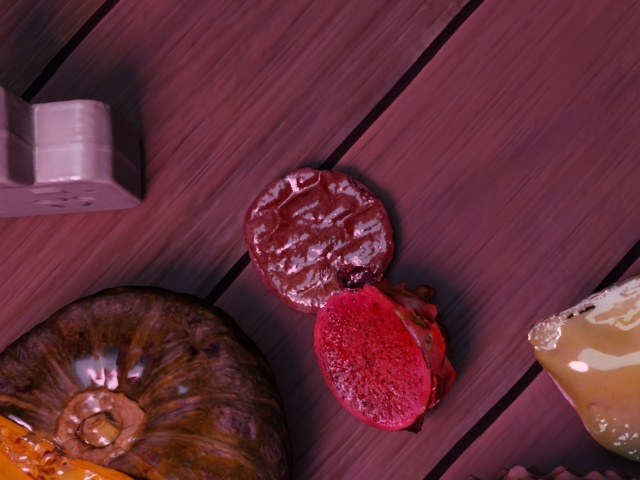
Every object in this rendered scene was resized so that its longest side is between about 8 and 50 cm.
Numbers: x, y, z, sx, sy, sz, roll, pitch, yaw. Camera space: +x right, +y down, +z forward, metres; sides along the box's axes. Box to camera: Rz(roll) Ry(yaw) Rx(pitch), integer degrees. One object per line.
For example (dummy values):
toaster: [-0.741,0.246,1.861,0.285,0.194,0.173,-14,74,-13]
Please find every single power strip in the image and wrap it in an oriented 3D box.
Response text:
power strip: [-0.307,-0.100,1.634,0.229,0.261,0.141,-5,81,8]

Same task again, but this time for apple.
apple: [0.345,0.107,1.582,0.265,0.120,0.193,-25,90,6]

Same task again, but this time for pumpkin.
pumpkin: [-0.154,0.172,1.616,0.325,0.242,0.232,26,56,16]

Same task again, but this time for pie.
pie: [0.000,0.000,1.689,0.153,0.038,0.153,-2,77,9]

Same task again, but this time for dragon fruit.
dragon fruit: [0.083,0.100,1.635,0.111,0.153,0.153,-26,74,-39]

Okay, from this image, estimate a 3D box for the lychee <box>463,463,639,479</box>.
lychee: [0.211,0.372,1.433,0.432,0.380,0.380,13,82,22]
